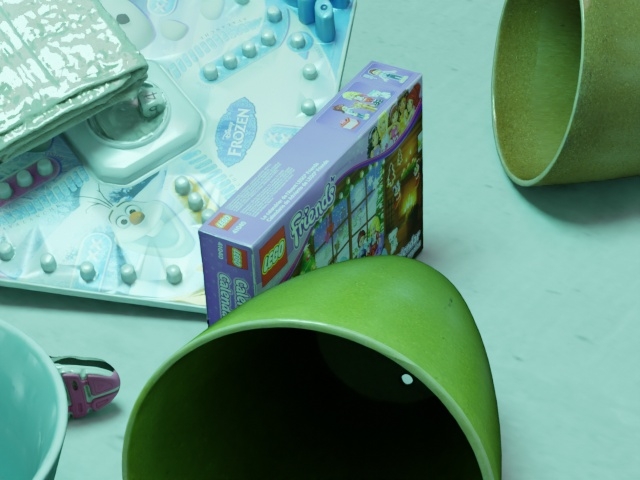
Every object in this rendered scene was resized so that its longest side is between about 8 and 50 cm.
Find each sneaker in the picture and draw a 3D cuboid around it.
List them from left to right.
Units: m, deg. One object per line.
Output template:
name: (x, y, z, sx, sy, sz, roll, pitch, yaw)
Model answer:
sneaker: (-0.256, 0.112, 1.599, 0.170, 0.063, 0.074, -5, 43, 5)

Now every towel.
towel: (-0.307, -0.213, 1.767, 0.187, 0.049, 0.282, -29, 69, -18)

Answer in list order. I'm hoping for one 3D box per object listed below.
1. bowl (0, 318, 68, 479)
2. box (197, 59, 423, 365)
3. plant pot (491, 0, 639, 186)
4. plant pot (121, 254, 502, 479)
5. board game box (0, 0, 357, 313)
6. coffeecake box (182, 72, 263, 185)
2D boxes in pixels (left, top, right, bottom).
bowl: (-0.337, 0.201, 1.404, 0.312, 0.163, 0.311, -2, 37, 2)
box: (0.000, 0.000, 1.619, 0.057, 0.201, 0.293, 18, 42, 25)
plant pot: (0.327, -0.164, 1.820, 0.254, 0.237, 0.237, 3, 35, -15)
plant pot: (0.028, 0.127, 1.430, 0.275, 0.274, 0.293, 8, 23, 14)
board game box: (-0.186, -0.124, 1.781, 0.390, 0.050, 0.389, 8, 60, 6)
coffeecake box: (-0.065, -0.119, 1.847, 0.142, 0.068, 0.185, -5, 57, -3)
